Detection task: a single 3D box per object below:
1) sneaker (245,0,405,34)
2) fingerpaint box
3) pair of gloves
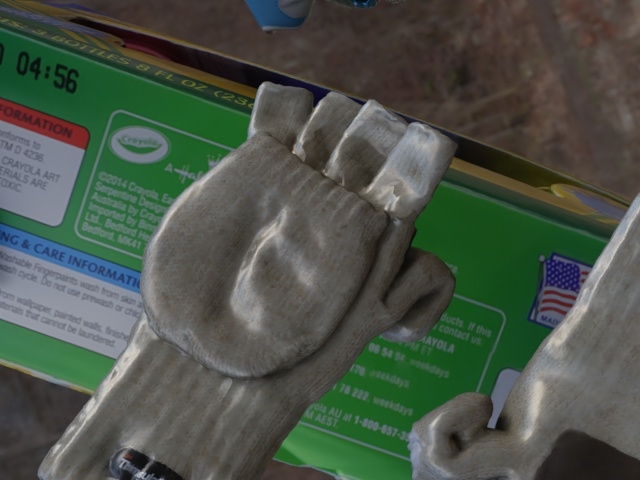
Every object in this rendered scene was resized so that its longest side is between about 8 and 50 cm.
[{"bbox_3d":[0.040,-0.197,0.951,0.087,0.229,0.092,9,118,58],"label":"sneaker"},{"bbox_3d":[0.000,0.000,0.871,0.371,0.445,0.163,-60,-10,-82],"label":"fingerpaint box"},{"bbox_3d":[0.041,0.056,0.577,0.042,0.240,0.204,75,-142,-72],"label":"pair of gloves"}]
